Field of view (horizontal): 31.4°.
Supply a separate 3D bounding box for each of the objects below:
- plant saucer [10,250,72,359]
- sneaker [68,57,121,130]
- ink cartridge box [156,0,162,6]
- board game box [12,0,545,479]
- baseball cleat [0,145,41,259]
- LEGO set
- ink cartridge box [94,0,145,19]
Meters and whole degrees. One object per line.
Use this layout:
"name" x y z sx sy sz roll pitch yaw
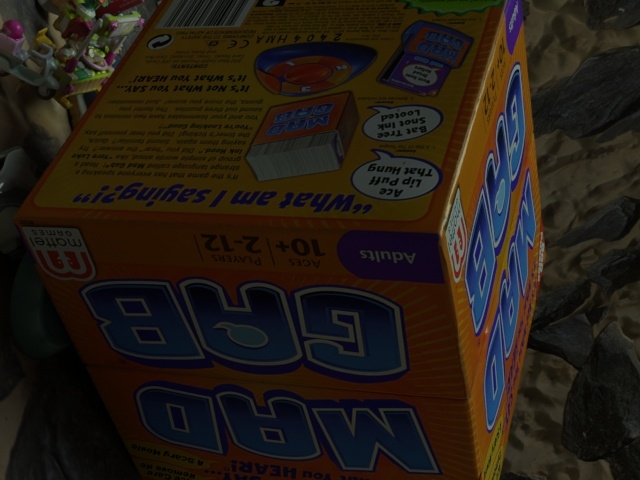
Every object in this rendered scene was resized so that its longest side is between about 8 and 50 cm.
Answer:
"plant saucer" -0.231 0.049 1.013 0.119 0.021 0.119 9 90 -71
"sneaker" -0.208 -0.114 1.313 0.112 0.131 0.296 53 18 -50
"ink cartridge box" -0.201 -0.364 1.937 0.092 0.090 0.143 -84 150 -68
"board game box" 0.000 0.000 1.079 0.356 0.356 0.356 -68 153 -43
"baseball cleat" -0.257 -0.035 1.074 0.206 0.072 0.109 8 62 -79
"LEGO set" -0.260 -0.241 1.257 0.132 0.107 0.287 33 24 -16
"ink cartridge box" -0.303 -0.407 1.563 0.127 0.072 0.175 -88 155 -64
